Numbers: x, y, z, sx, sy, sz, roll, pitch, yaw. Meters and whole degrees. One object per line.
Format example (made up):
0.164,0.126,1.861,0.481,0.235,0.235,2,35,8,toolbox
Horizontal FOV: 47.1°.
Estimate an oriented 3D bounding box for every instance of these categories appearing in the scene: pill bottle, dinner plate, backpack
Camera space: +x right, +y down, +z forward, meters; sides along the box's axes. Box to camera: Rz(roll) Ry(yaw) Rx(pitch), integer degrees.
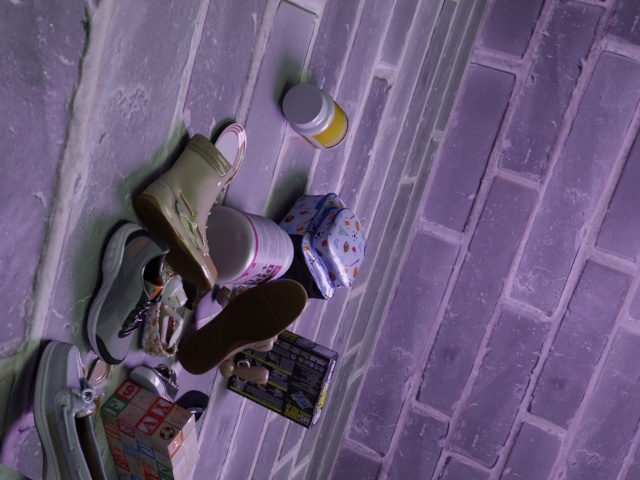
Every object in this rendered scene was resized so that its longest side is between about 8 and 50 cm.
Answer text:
-0.168,0.018,1.610,0.160,0.160,0.283,-69,162,3,pill bottle
-0.198,-0.179,1.537,0.141,0.017,0.141,-56,159,-35,dinner plate
0.000,0.000,1.975,0.263,0.213,0.276,-71,151,-44,backpack
-0.011,-0.298,1.770,0.119,0.119,0.208,-68,162,-1,pill bottle

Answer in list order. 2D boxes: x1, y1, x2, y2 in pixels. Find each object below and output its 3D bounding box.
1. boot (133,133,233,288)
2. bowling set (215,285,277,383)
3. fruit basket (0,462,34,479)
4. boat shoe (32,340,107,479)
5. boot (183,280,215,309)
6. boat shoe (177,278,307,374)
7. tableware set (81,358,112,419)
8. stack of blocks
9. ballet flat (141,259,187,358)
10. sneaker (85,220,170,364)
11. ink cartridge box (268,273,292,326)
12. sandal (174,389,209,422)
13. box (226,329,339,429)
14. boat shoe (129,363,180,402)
-0.231,-0.052,1.416,0.203,0.095,0.262,-59,140,-33,boot
-0.182,0.206,1.869,0.200,0.154,0.287,-74,175,-64,bowling set
-0.564,0.486,1.093,0.327,0.165,0.353,-61,145,-23,fruit basket
-0.398,0.321,1.204,0.118,0.103,0.320,86,-5,-75,boat shoe
-0.257,0.088,1.632,0.114,0.037,0.106,-47,166,-41,boot
-0.173,0.185,1.680,0.341,0.121,0.110,-30,180,15,boat shoe
-0.441,0.284,1.358,0.168,0.020,0.141,-2,112,-70,tableware set
-0.351,0.446,1.554,0.087,0.171,0.297,-52,156,-41,stack of blocks
-0.308,0.135,1.479,0.091,0.077,0.241,-38,144,-56,ballet flat
-0.340,0.107,1.309,0.100,0.108,0.271,-29,138,-66,sneaker
-0.107,0.161,2.127,0.224,0.045,0.223,-11,120,-69,ink cartridge box
-0.337,0.430,1.758,0.254,0.054,0.097,-12,121,-69,sandal
-0.106,0.355,1.991,0.060,0.270,0.216,-21,129,-65,box
-0.347,0.298,1.562,0.070,0.078,0.219,-59,168,-24,boat shoe
